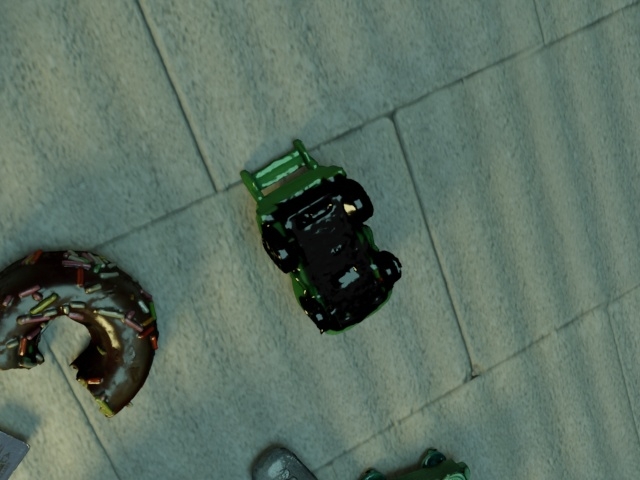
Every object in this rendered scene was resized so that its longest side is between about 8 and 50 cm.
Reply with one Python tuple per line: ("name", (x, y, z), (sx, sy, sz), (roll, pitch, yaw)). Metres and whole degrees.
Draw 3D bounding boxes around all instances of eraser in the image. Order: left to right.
("eraser", (-0.632, 0.446, 1.471), (0.082, 0.036, 0.225), (37, 86, -27))

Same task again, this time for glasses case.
("glasses case", (-0.041, 0.557, 1.731), (0.109, 0.067, 0.282), (-40, 113, -8))

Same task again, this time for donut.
("donut", (-0.434, 0.155, 1.436), (0.345, 0.136, 0.259), (31, 92, -27))

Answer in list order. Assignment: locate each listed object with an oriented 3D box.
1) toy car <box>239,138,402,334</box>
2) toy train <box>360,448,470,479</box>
("toy car", (0.000, 0.000, 1.567), (0.213, 0.176, 0.359), (-33, 116, -12))
("toy train", (0.210, 0.605, 1.825), (0.298, 0.120, 0.194), (-11, 111, -20))
